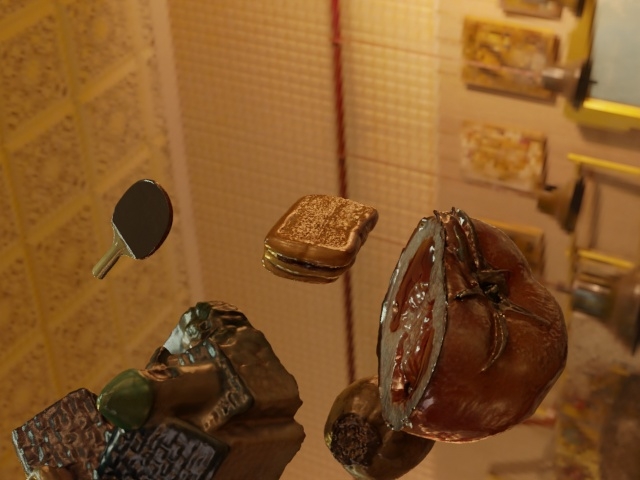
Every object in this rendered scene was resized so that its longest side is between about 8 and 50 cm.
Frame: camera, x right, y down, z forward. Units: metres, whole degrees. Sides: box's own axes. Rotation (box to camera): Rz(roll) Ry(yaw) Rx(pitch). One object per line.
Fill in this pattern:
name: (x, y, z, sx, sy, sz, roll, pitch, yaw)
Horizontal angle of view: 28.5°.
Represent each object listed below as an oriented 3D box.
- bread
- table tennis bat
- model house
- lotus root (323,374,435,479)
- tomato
bread: (0.000, 0.000, 1.619, 0.200, 0.116, 0.077, -53, -22, -65)
table tennis bat: (-0.234, -0.008, 1.548, 0.156, 0.087, 0.013, -47, -24, 28)
model house: (-0.216, 0.241, 1.525, 0.284, 0.243, 0.298, -5, -45, -45)
lotus root: (0.092, 0.240, 1.631, 0.214, 0.138, 0.138, -1, -75, -49)
tomato: (0.147, 0.088, 1.160, 0.181, 0.155, 0.214, 123, 159, -43)
